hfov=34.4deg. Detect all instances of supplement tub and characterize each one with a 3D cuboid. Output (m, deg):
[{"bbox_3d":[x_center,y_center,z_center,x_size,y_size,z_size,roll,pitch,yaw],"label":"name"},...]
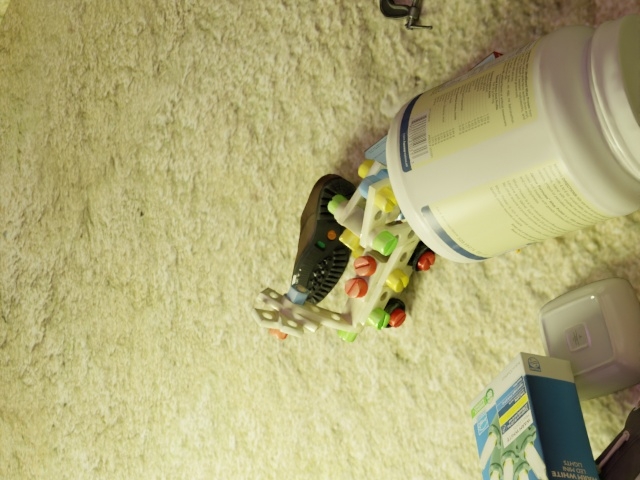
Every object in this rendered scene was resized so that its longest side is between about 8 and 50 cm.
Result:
[{"bbox_3d":[0.270,-0.120,1.271,0.325,0.235,0.235,-21,69,40],"label":"supplement tub"}]

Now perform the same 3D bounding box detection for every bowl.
[{"bbox_3d":[0.337,0.123,1.306,0.142,0.053,0.142,-29,62,41],"label":"bowl"}]

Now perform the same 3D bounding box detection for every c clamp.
[{"bbox_3d":[0.145,-0.407,1.627,0.137,0.022,0.161,12,94,53],"label":"c clamp"}]

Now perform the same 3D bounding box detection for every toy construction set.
[{"bbox_3d":[0.054,0.039,1.499,0.328,0.215,0.151,-51,61,26],"label":"toy construction set"}]

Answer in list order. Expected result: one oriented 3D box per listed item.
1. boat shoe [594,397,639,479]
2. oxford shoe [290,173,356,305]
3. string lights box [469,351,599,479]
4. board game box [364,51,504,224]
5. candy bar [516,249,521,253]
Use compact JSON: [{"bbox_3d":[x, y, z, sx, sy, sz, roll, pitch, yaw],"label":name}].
[{"bbox_3d":[0.362,0.252,1.215,0.095,0.112,0.335,48,122,35],"label":"boat shoe"},{"bbox_3d":[0.000,0.000,1.692,0.096,0.083,0.227,42,116,64],"label":"oxford shoe"},{"bbox_3d":[0.259,0.279,1.229,0.133,0.077,0.260,122,153,-43],"label":"string lights box"},{"bbox_3d":[0.183,-0.141,1.534,0.281,0.027,0.145,-35,58,39],"label":"board game box"},{"bbox_3d":[0.317,-0.024,1.375,0.161,0.018,0.040,-24,70,43],"label":"candy bar"}]
